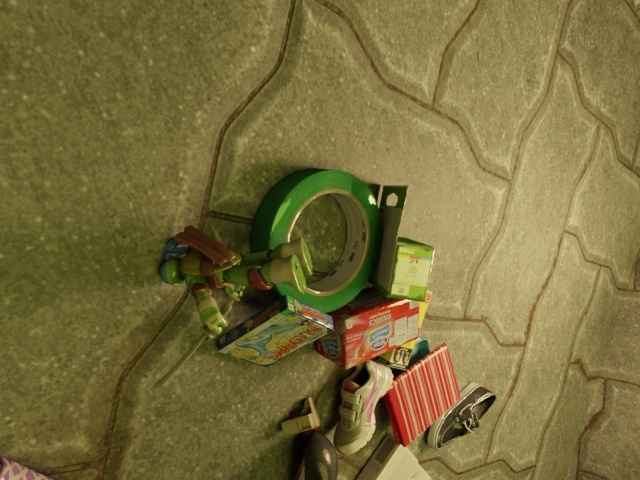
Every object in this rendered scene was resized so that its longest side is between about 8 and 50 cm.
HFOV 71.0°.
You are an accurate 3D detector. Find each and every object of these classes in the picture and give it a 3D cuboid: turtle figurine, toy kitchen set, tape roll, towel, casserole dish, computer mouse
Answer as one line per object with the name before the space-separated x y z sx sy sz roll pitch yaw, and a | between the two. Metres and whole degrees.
turtle figurine | -0.147 0.104 0.820 0.198 0.267 0.274 42 37 -70
toy kitchen set | -0.050 0.431 1.101 0.083 0.075 0.068 45 26 -69
tape roll | 0.000 0.000 1.012 0.322 0.077 0.320 -10 106 -36
towel | 0.300 0.448 1.319 0.275 0.031 0.198 -23 102 -33
casserole dish | 0.280 0.374 1.344 0.114 0.037 0.188 -21 113 -34
computer mouse | 0.008 0.599 1.100 0.188 0.072 0.271 -37 127 -76

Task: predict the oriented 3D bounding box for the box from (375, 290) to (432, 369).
box | 0.235 0.240 1.263 0.087 0.058 0.232 24 84 -39

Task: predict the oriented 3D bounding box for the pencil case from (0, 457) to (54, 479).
pencil case | -0.470 0.434 0.731 0.088 0.086 0.206 -32 121 2

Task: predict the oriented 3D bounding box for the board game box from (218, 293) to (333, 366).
board game box | -0.092 0.191 0.922 0.136 0.201 0.035 32 35 -38

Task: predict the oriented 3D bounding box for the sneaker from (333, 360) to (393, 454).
sneaker | 0.089 0.417 1.161 0.111 0.103 0.252 45 58 -31

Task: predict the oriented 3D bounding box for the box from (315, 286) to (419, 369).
box | 0.118 0.205 1.120 0.257 0.123 0.128 -12 106 -36

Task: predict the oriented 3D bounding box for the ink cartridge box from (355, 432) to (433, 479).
ink cartridge box | 0.190 0.769 1.339 0.296 0.066 0.261 -47 125 -21

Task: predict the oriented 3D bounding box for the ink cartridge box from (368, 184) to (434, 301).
ink cartridge box | 0.198 0.000 1.084 0.097 0.189 0.255 8 96 -10

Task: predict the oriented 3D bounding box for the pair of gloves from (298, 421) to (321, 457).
pair of gloves | -0.022 0.508 1.148 0.074 0.010 0.083 -24 115 -33

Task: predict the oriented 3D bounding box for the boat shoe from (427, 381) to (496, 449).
boat shoe | 0.484 0.601 1.513 0.301 0.102 0.108 -28 116 -31
